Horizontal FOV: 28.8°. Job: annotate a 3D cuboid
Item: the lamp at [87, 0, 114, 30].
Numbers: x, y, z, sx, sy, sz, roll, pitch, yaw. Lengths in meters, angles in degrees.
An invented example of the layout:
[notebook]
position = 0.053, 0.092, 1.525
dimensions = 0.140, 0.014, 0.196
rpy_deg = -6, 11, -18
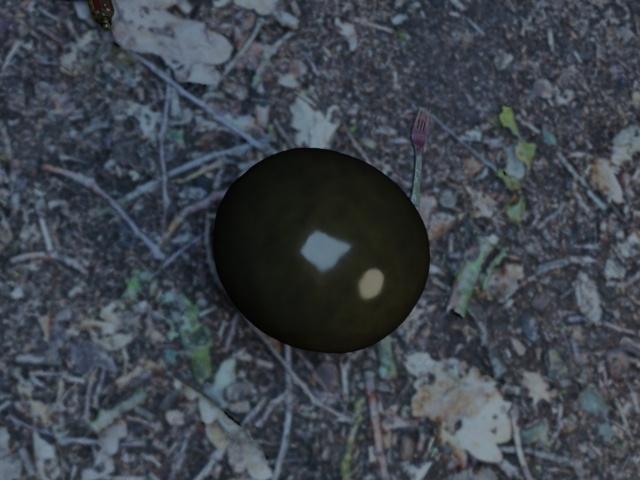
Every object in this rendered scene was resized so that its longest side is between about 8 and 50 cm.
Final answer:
[lamp]
position = -0.209, -0.226, 1.085
dimensions = 0.083, 0.031, 0.063
rpy_deg = 26, 71, -4

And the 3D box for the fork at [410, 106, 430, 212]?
[fork]
position = 0.089, -0.065, 1.138
dimensions = 0.016, 0.012, 0.115
rpy_deg = 6, 81, -10

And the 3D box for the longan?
[longan]
position = 0.000, 0.000, 1.028
dimensions = 0.185, 0.159, 0.204
rpy_deg = 14, 35, -28
